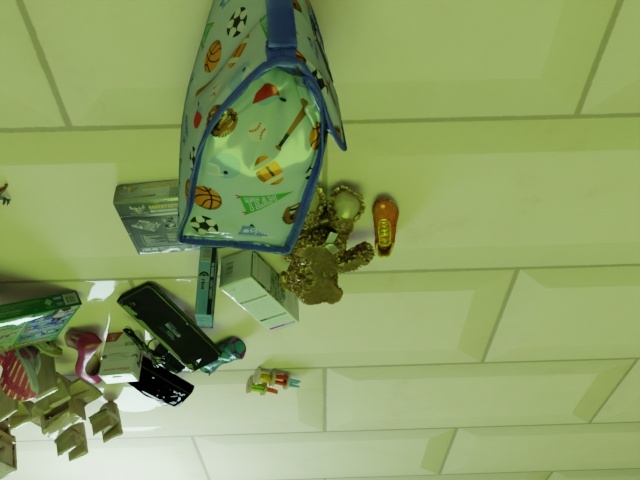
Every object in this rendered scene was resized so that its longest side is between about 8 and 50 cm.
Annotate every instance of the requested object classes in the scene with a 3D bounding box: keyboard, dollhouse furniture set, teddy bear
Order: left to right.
[{"bbox_3d":[-0.901,0.529,2.044,0.394,0.256,0.362,-29,138,-1],"label":"dollhouse furniture set"},{"bbox_3d":[-0.431,0.252,1.764,0.202,0.033,0.317,-27,120,18],"label":"keyboard"},{"bbox_3d":[0.000,0.000,1.493,0.245,0.113,0.338,-13,132,2],"label":"teddy bear"}]

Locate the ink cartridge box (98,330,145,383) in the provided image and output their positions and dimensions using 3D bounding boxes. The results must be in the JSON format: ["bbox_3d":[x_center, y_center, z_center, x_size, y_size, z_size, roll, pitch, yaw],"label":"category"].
[{"bbox_3d":[-0.559,0.330,1.825,0.099,0.135,0.056,-6,141,5],"label":"ink cartridge box"}]

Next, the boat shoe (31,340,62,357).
[{"bbox_3d":[-0.787,0.282,1.826,0.048,0.056,0.153,-52,127,-7],"label":"boat shoe"}]

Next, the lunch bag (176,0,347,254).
[{"bbox_3d":[-0.095,-0.219,1.032,0.239,0.327,0.385,4,139,-15],"label":"lunch bag"}]

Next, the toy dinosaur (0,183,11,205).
[{"bbox_3d":[-0.718,-0.094,1.397,0.082,0.047,0.090,14,105,-6],"label":"toy dinosaur"}]

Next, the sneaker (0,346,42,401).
[{"bbox_3d":[-0.820,0.345,1.787,0.111,0.252,0.103,22,108,-50],"label":"sneaker"}]

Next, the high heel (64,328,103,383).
[{"bbox_3d":[-0.650,0.349,1.873,0.117,0.082,0.244,13,131,19],"label":"high heel"}]

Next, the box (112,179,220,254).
[{"bbox_3d":[-0.318,-0.052,1.436,0.231,0.056,0.183,-5,140,3],"label":"box"}]

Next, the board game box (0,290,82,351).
[{"bbox_3d":[-0.795,0.223,1.630,0.317,0.046,0.213,-10,156,-48],"label":"board game box"}]

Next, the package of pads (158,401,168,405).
[{"bbox_3d":[-0.518,0.515,2.132,0.050,0.032,0.083,-15,139,17],"label":"package of pads"}]

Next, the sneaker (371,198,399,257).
[{"bbox_3d":[0.152,-0.027,1.480,0.064,0.067,0.175,-5,139,6],"label":"sneaker"}]

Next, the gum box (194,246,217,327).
[{"bbox_3d":[-0.267,0.114,1.516,0.041,0.157,0.184,4,163,-7],"label":"gum box"}]

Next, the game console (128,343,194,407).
[{"bbox_3d":[-0.443,0.368,1.913,0.213,0.044,0.361,34,127,-13],"label":"game console"}]

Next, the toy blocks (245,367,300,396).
[{"bbox_3d":[-0.150,0.463,2.070,0.148,0.054,0.123,16,136,-21],"label":"toy blocks"}]

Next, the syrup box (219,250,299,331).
[{"bbox_3d":[-0.150,0.129,1.633,0.096,0.093,0.237,-20,138,19],"label":"syrup box"}]

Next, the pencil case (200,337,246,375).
[{"bbox_3d":[-0.292,0.343,1.907,0.152,0.064,0.070,-28,95,30],"label":"pencil case"}]
